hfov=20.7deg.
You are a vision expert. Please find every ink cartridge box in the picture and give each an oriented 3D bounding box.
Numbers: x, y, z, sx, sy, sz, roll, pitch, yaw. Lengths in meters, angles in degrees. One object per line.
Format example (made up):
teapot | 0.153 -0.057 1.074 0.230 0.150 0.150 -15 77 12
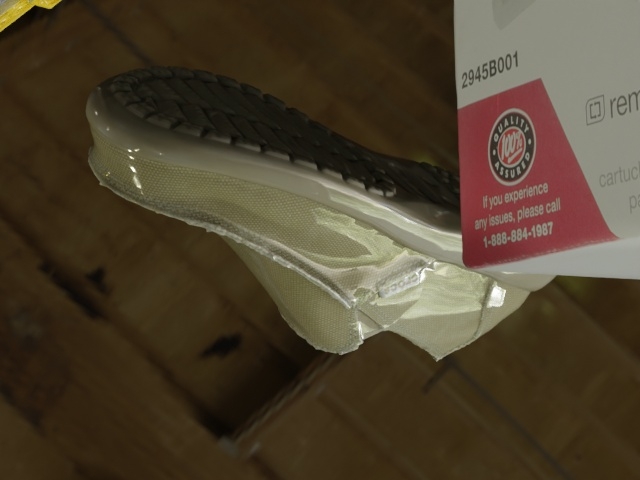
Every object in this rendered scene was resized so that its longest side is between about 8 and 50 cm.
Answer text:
ink cartridge box | 0.107 -0.105 0.459 0.092 0.158 0.218 4 -98 -25

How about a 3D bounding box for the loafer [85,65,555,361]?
loafer | 0.000 0.000 0.810 0.268 0.092 0.102 20 -162 -36

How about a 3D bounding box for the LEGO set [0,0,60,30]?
LEGO set | -0.194 -0.165 0.924 0.107 0.287 0.132 54 -138 -1
